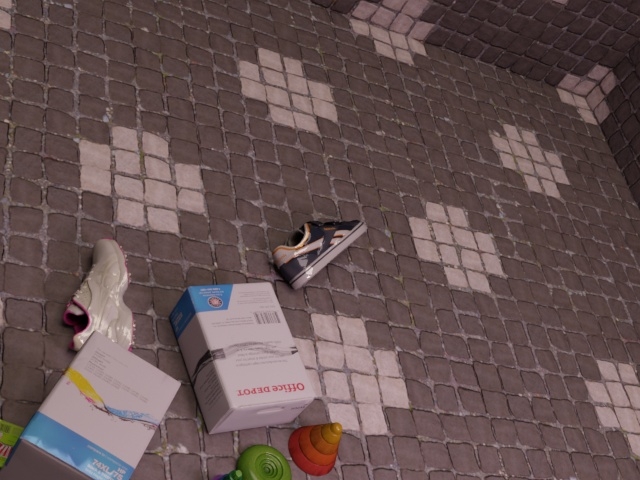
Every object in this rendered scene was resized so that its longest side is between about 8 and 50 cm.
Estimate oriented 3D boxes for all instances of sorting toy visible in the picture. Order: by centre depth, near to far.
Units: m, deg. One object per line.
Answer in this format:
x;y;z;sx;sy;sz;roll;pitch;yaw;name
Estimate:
-0.076;0.459;1.993;0.365;0.126;0.127;-14;63;-44;sorting toy

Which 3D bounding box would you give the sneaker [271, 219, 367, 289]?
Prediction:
0.000;0.000;2.467;0.127;0.126;0.321;49;43;3;sneaker

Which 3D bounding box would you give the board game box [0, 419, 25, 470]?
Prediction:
-0.532;0.411;1.760;0.181;0.043;0.092;24;43;-17;board game box

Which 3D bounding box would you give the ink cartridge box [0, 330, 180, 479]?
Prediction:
-0.420;0.349;1.712;0.197;0.198;0.270;33;41;-7;ink cartridge box

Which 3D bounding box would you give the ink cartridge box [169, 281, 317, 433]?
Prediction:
-0.177;0.257;2.098;0.223;0.129;0.308;0;54;-37;ink cartridge box

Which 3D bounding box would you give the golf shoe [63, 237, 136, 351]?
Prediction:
-0.480;0.116;2.019;0.140;0.115;0.306;7;49;-28;golf shoe
